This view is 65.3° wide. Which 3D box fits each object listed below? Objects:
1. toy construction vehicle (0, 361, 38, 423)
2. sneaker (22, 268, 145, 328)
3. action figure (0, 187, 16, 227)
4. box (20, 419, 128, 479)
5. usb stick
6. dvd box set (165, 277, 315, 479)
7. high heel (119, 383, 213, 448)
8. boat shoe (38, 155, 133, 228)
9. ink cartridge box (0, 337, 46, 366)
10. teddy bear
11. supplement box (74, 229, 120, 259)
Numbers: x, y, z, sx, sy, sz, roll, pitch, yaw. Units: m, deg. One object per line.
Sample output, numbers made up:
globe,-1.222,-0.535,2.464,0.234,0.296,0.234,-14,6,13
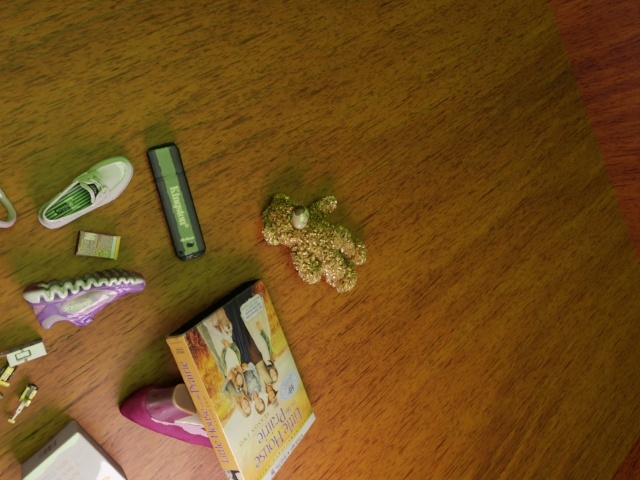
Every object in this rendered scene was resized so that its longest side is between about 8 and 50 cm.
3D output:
toy construction vehicle,-0.629,0.311,1.014,0.086,0.035,0.098,38,71,-25
sneaker,-0.496,0.127,1.069,0.236,0.095,0.105,-11,102,-25
action figure,-0.619,0.015,0.828,0.275,0.370,0.248,-39,110,-28
box,-0.513,0.494,1.049,0.130,0.091,0.171,-41,109,-25
usb stick,-0.339,-0.091,1.182,0.077,0.045,0.278,-18,99,-30
dvd box set,-0.169,0.341,1.196,0.307,0.062,0.421,-34,108,-56
high heel,-0.291,0.441,1.209,0.377,0.181,0.127,51,32,-37
boat shoe,-0.493,-0.102,1.073,0.226,0.075,0.083,-47,112,-22
ink cartridge box,-0.609,0.231,1.019,0.083,0.048,0.028,-18,99,-28
teddy bear,0.000,0.000,1.347,0.245,0.113,0.338,-47,112,-25
supplement box,-0.488,0.011,1.094,0.083,0.043,0.055,11,84,-31
